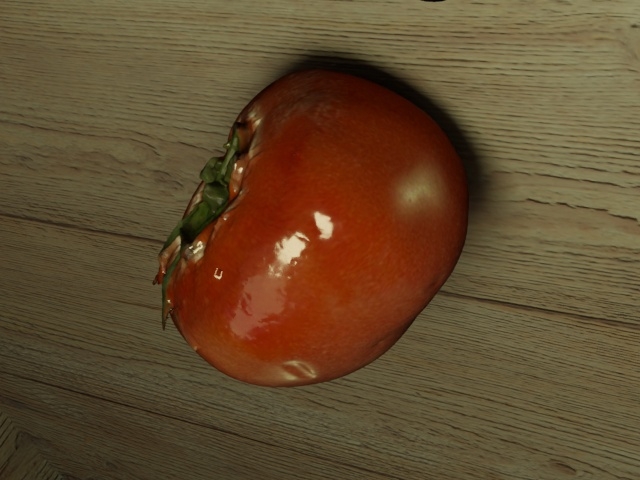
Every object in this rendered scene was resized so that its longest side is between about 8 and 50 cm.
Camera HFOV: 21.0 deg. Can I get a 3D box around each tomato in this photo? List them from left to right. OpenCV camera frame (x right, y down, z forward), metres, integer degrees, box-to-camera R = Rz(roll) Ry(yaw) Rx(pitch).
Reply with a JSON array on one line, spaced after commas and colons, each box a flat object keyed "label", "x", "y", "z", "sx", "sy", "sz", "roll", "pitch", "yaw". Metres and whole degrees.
[{"label": "tomato", "x": 0.000, "y": 0.000, "z": 1.781, "sx": 0.272, "sy": 0.341, "sz": 0.341, "roll": 25, "pitch": 155, "yaw": -14}]
